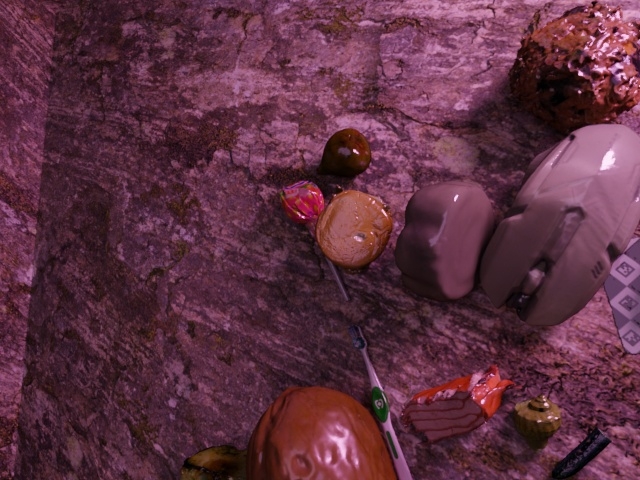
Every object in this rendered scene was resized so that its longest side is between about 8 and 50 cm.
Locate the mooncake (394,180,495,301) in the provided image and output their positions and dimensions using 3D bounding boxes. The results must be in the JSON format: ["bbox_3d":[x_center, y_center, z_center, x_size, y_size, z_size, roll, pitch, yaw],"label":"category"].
[{"bbox_3d":[0.265,-0.001,0.906,0.135,0.275,0.274,16,88,39],"label":"mooncake"}]

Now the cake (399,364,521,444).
[{"bbox_3d":[0.282,0.360,0.908,0.287,0.135,0.098,-41,76,28],"label":"cake"}]

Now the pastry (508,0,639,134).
[{"bbox_3d":[0.529,-0.358,0.861,0.275,0.193,0.274,-8,74,31],"label":"pastry"}]

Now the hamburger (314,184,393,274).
[{"bbox_3d":[0.083,-0.022,1.083,0.190,0.122,0.214,18,89,10],"label":"hamburger"}]

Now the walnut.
[{"bbox_3d":[0.001,0.516,0.920,0.354,0.308,0.397,-39,63,41],"label":"walnut"}]

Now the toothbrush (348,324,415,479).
[{"bbox_3d":[0.150,0.406,1.020,0.042,0.040,0.417,-27,71,23],"label":"toothbrush"}]

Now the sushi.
[{"bbox_3d":[0.661,0.085,0.770,0.232,0.047,0.219,-16,72,28],"label":"sushi"}]

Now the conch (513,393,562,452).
[{"bbox_3d":[0.432,0.362,0.848,0.089,0.074,0.121,23,113,59],"label":"conch"}]

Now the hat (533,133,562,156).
[{"bbox_3d":[0.517,-0.197,0.929,0.058,0.042,0.087,-58,24,9],"label":"hat"}]

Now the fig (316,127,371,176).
[{"bbox_3d":[0.046,-0.227,1.167,0.185,0.127,0.132,-23,82,21],"label":"fig"}]

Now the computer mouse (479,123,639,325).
[{"bbox_3d":[0.476,-0.033,0.825,0.228,0.146,0.428,30,104,24],"label":"computer mouse"}]

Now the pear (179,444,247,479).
[{"bbox_3d":[-0.238,0.706,1.118,0.239,0.164,0.255,-1,84,21],"label":"pear"}]

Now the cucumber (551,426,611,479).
[{"bbox_3d":[0.495,0.415,0.807,0.133,0.032,0.032,-51,59,11],"label":"cucumber"}]

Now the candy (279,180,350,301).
[{"bbox_3d":[0.000,0.000,1.170,0.124,0.124,0.365,-31,74,22],"label":"candy"}]
